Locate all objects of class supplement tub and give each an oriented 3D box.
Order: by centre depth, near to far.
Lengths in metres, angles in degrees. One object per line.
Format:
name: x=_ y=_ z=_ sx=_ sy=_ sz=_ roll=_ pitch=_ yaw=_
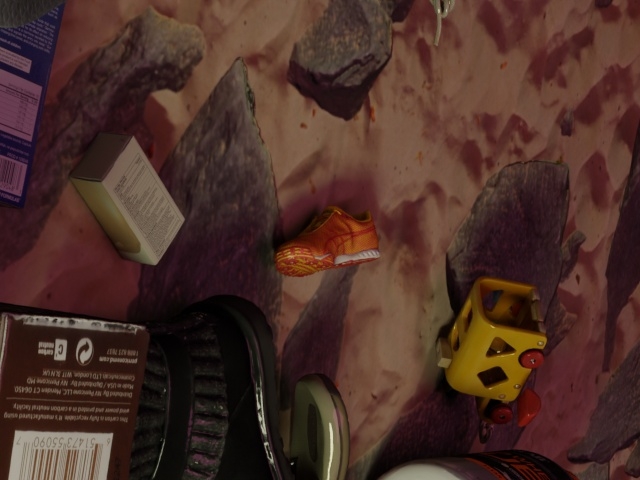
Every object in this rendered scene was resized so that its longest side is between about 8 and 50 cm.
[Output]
supplement tub: x=0.192 y=0.344 z=2.138 sx=0.316 sy=0.193 sz=0.193 roll=5 pitch=92 yaw=-58

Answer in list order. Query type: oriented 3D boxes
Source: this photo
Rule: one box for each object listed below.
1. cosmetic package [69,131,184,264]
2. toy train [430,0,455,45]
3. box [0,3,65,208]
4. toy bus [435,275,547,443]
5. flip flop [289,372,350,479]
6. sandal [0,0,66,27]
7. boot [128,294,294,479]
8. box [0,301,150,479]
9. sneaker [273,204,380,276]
cosmetic package: x=-0.173 y=-0.037 z=1.644 sx=0.060 sy=0.041 sz=0.115 roll=-59 pitch=140 yaw=-31
toy train: x=0.140 y=-0.347 z=2.017 sx=0.143 sy=0.105 sz=0.248 roll=-33 pitch=124 yaw=-65
box: x=-0.271 y=-0.150 z=1.474 sx=0.136 sy=0.036 sz=0.225 roll=22 pitch=77 yaw=-56
toy bus: x=0.191 y=0.137 z=2.172 sx=0.104 sy=0.191 sz=0.202 roll=12 pitch=84 yaw=-13
flip flop: x=-0.019 y=0.275 z=1.898 sx=0.080 sy=0.112 sz=0.277 roll=-7 pitch=106 yaw=-30
sandal: x=-0.235 y=-0.223 z=1.452 sx=0.254 sy=0.054 sz=0.097 roll=-24 pitch=122 yaw=-64
boot: x=-0.139 y=0.228 z=1.661 sx=0.260 sy=0.131 sz=0.348 roll=-21 pitch=103 yaw=-61
box: x=-0.267 y=0.128 z=1.387 sx=0.168 sy=0.203 sz=0.167 roll=10 pitch=88 yaw=-57
sneaker: x=0.000 y=0.000 z=1.913 sx=0.175 sy=0.064 sz=0.067 roll=-11 pitch=86 yaw=-61
